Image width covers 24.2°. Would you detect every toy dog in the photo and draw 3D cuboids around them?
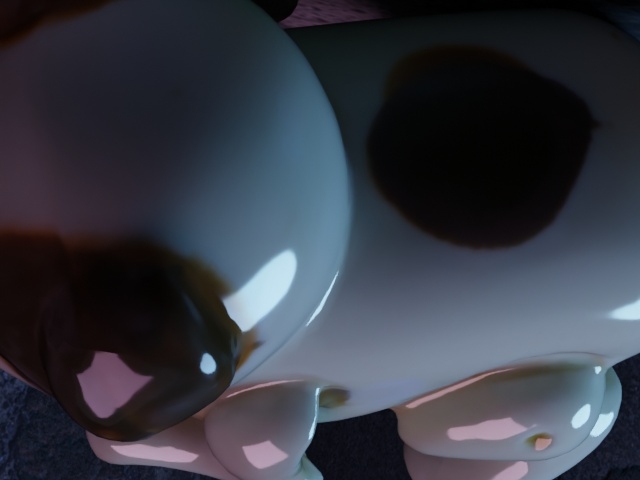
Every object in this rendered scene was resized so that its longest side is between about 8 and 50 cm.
[{"bbox_3d":[0.000,0.000,0.746,0.407,0.285,0.395,5,167,-40],"label":"toy dog"}]

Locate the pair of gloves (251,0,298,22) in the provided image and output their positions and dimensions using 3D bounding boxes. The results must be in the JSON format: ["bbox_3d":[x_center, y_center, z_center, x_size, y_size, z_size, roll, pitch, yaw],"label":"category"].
[{"bbox_3d":[-0.127,-0.165,0.809,0.240,0.042,0.204,9,170,-5],"label":"pair of gloves"}]
